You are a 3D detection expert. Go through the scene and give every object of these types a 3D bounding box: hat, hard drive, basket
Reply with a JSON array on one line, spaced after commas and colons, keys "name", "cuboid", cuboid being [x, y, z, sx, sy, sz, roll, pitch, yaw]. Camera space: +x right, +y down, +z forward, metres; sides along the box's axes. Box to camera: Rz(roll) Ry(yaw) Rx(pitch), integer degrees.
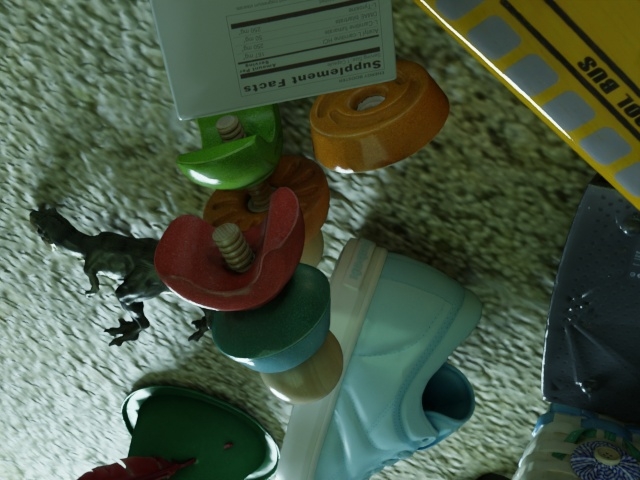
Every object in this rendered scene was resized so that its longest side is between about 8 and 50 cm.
[{"name": "hat", "cuboid": [-0.165, 0.267, 1.189, 0.208, 0.183, 0.173, 18, 138, 5]}, {"name": "hard drive", "cuboid": [0.265, 0.049, 0.887, 0.172, 0.054, 0.255, 11, 137, 12]}, {"name": "basket", "cuboid": [0.242, 0.292, 0.970, 0.254, 0.289, 0.201, 13, 142, 5]}]

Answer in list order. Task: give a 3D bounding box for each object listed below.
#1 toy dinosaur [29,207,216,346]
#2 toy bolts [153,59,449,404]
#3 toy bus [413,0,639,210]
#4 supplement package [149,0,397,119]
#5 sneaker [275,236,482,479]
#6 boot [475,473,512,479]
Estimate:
[{"name": "toy dinosaur", "cuboid": [-0.143, 0.041, 1.045, 0.268, 0.064, 0.118, 10, 130, 8]}, {"name": "toy bolts", "cuboid": [0.000, 0.000, 0.827, 0.218, 0.228, 0.158, -11, 129, 21]}, {"name": "toy bus", "cuboid": [0.155, -0.153, 0.688, 0.332, 0.108, 0.130, 39, 137, -19]}, {"name": "supplement package", "cuboid": [-0.042, -0.209, 0.635, 0.134, 0.139, 0.244, -11, 134, -3]}, {"name": "sneaker", "cuboid": [0.053, 0.161, 1.031, 0.150, 0.135, 0.366, 19, 139, 7]}, {"name": "boot", "cuboid": [0.189, 0.286, 1.174, 0.114, 0.037, 0.106, 46, 146, -20]}]
